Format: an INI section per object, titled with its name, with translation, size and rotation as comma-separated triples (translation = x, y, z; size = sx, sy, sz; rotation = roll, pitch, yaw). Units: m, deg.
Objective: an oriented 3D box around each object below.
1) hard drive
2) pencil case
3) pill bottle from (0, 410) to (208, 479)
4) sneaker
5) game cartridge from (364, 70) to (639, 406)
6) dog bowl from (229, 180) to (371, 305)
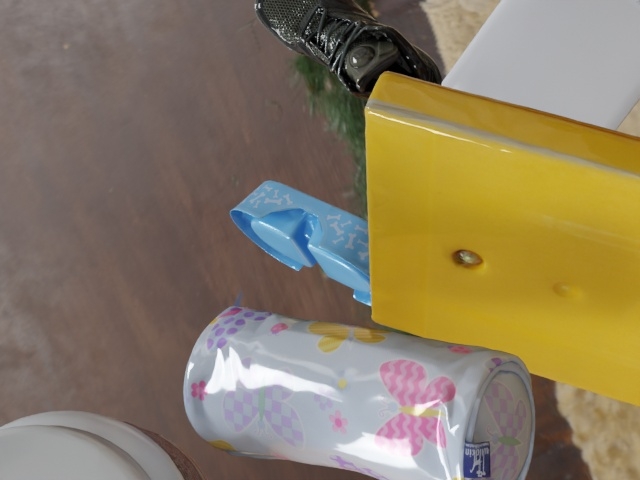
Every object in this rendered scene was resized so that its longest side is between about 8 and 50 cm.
[hard drive]
translation = 0.327, -0.261, 1.241
size = 0.210, 0.040, 0.318
rotation = 36, 99, 2
[pencil case]
translation = 0.025, 0.126, 0.760
size = 0.273, 0.113, 0.124
rotation = 8, 107, 35
[pill bottle]
translation = -0.207, 0.263, 0.862
size = 0.224, 0.392, 0.224
rotation = 1, 77, -2
[sneaker]
translation = 0.024, -0.216, 1.067
size = 0.227, 0.130, 0.087
rotation = 35, 99, 6
[game cartridge]
translation = 0.192, 0.019, 0.753
size = 0.324, 0.052, 0.285
rotation = 16, 147, 14
[dog bowl]
translation = 0.000, 0.000, 1.495
size = 0.297, 0.166, 0.074
rotation = 24, 72, 32
